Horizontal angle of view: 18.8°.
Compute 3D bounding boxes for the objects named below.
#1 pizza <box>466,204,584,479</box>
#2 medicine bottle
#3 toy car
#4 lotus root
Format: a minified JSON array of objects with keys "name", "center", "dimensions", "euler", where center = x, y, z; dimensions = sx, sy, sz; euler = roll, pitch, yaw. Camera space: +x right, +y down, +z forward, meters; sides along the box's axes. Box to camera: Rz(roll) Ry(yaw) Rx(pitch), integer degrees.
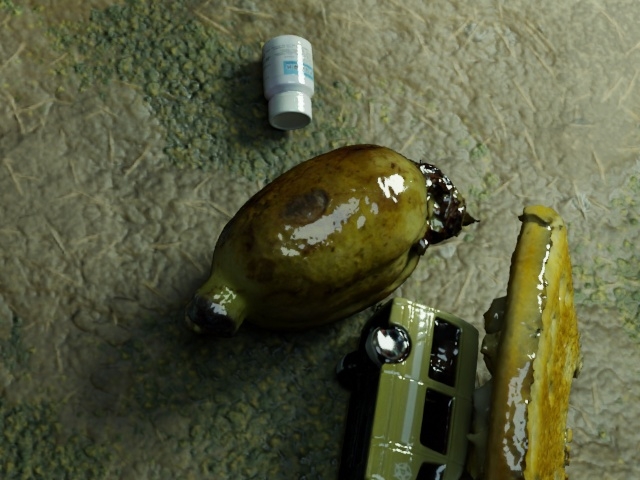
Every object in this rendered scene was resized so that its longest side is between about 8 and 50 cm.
[{"name":"pizza","center":[0.191,0.138,1.834],"dimensions":[0.089,0.223,0.323],"euler":[3,63,16]},{"name":"medicine bottle","center":[-0.033,-0.162,1.980],"dimensions":[0.052,0.052,0.089],"euler":[2,67,-13]},{"name":"toy car","center":[0.077,0.188,1.829],"dimensions":[0.124,0.101,0.257],"euler":[16,63,-14]},{"name":"lotus root","center":[0.000,0.000,1.854],"dimensions":[0.314,0.169,0.141],"euler":[-26,62,-22]}]
